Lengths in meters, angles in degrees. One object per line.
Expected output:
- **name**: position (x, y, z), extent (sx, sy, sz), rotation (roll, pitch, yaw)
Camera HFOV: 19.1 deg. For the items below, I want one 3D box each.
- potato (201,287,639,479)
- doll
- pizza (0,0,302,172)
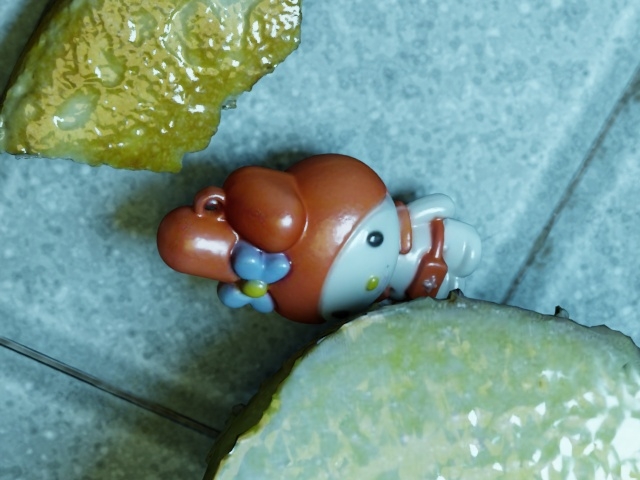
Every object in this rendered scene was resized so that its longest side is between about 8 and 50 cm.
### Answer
- **potato**: position (0.105, 0.250, 1.701), extent (0.442, 0.319, 0.385), rotation (-2, 82, -1)
- **doll**: position (0.000, 0.000, 1.684), extent (0.290, 0.130, 0.161), rotation (11, 121, -25)
- **pizza**: position (-0.134, -0.171, 1.641), extent (0.365, 0.074, 0.182), rotation (-43, 106, 8)
